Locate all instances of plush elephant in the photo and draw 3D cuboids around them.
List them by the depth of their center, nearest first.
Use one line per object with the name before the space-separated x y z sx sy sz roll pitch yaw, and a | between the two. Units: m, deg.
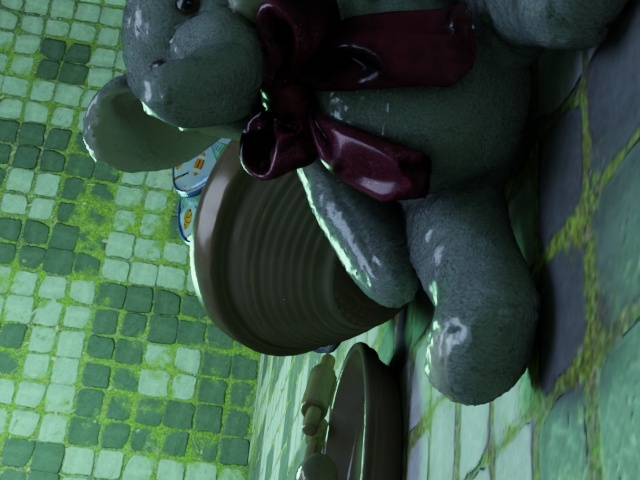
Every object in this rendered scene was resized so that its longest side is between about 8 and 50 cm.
plush elephant | -0.007 -0.106 0.665 0.330 0.255 0.272 -106 25 -61

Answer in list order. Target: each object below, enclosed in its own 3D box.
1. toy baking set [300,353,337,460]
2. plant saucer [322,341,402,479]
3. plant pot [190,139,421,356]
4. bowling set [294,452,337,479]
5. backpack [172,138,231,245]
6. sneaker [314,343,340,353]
toy baking set | -0.008 0.232 1.272 0.256 0.030 0.197 -73 -9 -63
plant saucer | 0.032 0.234 1.035 0.278 0.041 0.278 -171 90 -85
plant pot | 0.017 -0.001 0.936 0.109 0.237 0.237 26 113 41
bowling set | -0.090 0.323 0.988 0.154 0.199 0.287 104 176 -52
backpack | -0.081 -0.087 1.494 0.263 0.213 0.276 -44 25 30
sneaker | 0.000 0.000 1.050 0.125 0.104 0.262 -53 -41 -41
